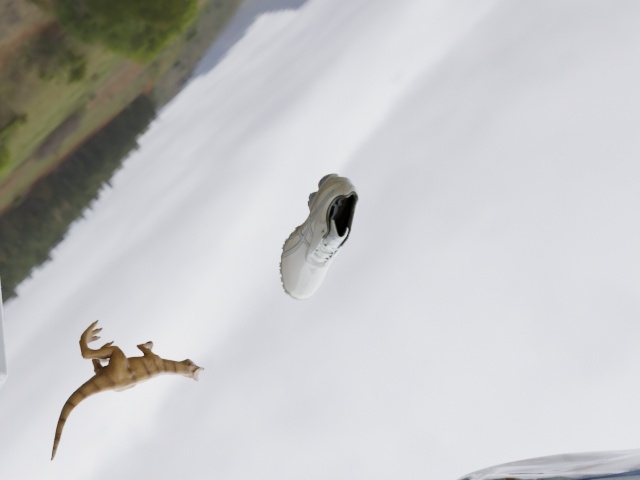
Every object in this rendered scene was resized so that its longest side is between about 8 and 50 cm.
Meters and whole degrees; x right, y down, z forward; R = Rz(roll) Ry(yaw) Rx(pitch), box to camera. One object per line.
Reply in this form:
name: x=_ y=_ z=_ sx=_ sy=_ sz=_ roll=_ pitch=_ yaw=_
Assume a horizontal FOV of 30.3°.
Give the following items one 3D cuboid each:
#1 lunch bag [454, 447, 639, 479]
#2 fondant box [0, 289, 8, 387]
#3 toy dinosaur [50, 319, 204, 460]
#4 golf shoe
lunch bag: x=0.259 y=0.236 z=1.003 sx=0.303 sy=0.115 sz=0.243 roll=-6 pitch=171 yaw=-18
fondant box: x=-0.565 y=0.074 z=1.460 sx=0.096 sy=0.330 sz=0.238 roll=-50 pitch=-140 yaw=31
toy dinosaur: x=-0.222 y=0.144 z=1.268 sx=0.211 sy=0.112 sz=0.064 roll=-18 pitch=132 yaw=-38
golf shoe: x=0.000 y=0.000 z=1.536 sx=0.176 sy=0.069 sz=0.086 roll=-70 pitch=-159 yaw=5
